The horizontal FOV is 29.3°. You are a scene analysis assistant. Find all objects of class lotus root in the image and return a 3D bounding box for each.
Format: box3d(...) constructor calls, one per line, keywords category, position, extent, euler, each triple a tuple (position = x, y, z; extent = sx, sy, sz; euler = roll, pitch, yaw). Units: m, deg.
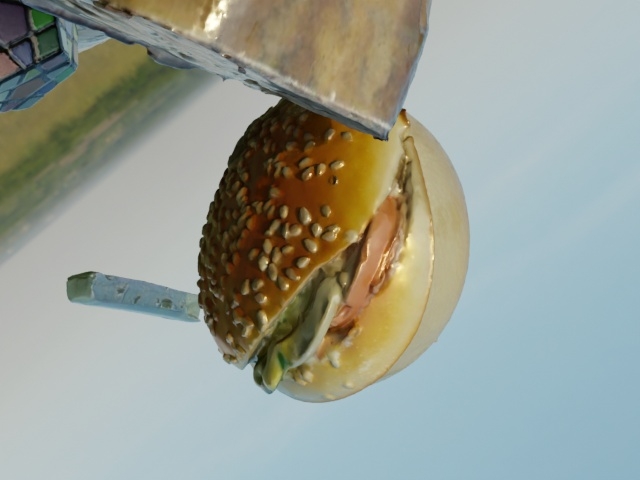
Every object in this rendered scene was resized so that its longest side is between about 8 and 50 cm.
box3d(category="lotus root", position=(-0.047, -0.174, 0.689), extent=(0.192, 0.272, 0.272), euler=(-61, -171, 1))

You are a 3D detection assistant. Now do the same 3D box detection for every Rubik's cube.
box3d(category="Rubik's cube", position=(-0.230, -0.152, 0.856), extent=(0.112, 0.133, 0.133), euler=(-5, -170, -1))

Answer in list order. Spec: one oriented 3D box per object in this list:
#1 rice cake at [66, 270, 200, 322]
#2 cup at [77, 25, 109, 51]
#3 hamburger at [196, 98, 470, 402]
box3d(category="rice cake", position=(-0.166, 0.054, 1.148), extent=(0.042, 0.030, 0.180), euler=(-5, 168, 29))
box3d(category="cup", position=(-0.312, -0.339, 1.361), extent=(0.257, 0.301, 0.227), euler=(2, -105, 58))
box3d(category="hamburger", position=(0.002, -0.004, 0.834), extent=(0.237, 0.147, 0.237), euler=(-21, -117, 48))
